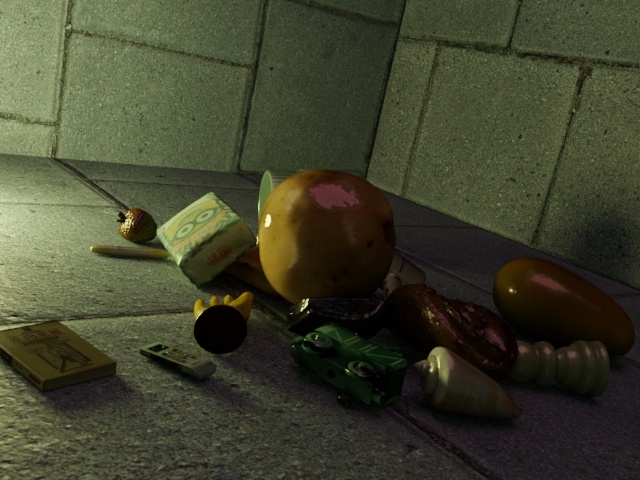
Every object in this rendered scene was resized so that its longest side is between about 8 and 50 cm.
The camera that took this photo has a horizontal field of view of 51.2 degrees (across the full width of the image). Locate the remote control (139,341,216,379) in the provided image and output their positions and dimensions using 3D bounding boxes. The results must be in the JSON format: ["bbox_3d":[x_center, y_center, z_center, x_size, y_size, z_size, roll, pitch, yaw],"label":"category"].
[{"bbox_3d":[-0.302,0.253,1.405,0.166,0.029,0.065,14,14,27],"label":"remote control"}]

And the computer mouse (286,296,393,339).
[{"bbox_3d":[0.052,0.207,1.671,0.269,0.100,0.170,3,-25,-22],"label":"computer mouse"}]

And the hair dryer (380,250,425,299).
[{"bbox_3d":[0.217,0.155,2.018,0.203,0.128,0.362,35,25,-15],"label":"hair dryer"}]

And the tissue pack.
[{"bbox_3d":[-0.344,-0.009,1.998,0.228,0.128,0.311,-38,30,-8],"label":"tissue pack"}]

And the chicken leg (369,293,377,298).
[{"bbox_3d":[0.103,0.187,1.968,0.106,0.051,0.253,23,15,16],"label":"chicken leg"}]

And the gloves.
[{"bbox_3d":[-0.242,0.177,1.635,0.133,0.116,0.294,17,7,-9],"label":"gloves"}]

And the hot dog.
[{"bbox_3d":[0.325,0.221,1.696,0.267,0.174,0.387,16,4,-31],"label":"hot dog"}]

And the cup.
[{"bbox_3d":[-0.037,-0.103,2.630,0.392,0.401,0.310,3,49,-16],"label":"cup"}]

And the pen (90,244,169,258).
[{"bbox_3d":[-0.578,0.033,2.033,0.233,0.032,0.040,6,10,-23],"label":"pen"}]

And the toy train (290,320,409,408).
[{"bbox_3d":[0.059,0.270,1.465,0.269,0.115,0.154,22,22,37],"label":"toy train"}]

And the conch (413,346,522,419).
[{"bbox_3d":[0.311,0.338,1.461,0.255,0.127,0.158,34,-18,3],"label":"conch"}]

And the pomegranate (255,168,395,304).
[{"bbox_3d":[0.000,0.000,1.792,0.412,0.411,0.411,11,14,-3],"label":"pomegranate"}]

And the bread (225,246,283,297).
[{"bbox_3d":[-0.187,0.088,2.014,0.305,0.091,0.142,22,27,36],"label":"bread"}]

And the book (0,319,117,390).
[{"bbox_3d":[-0.536,0.223,1.329,0.231,0.026,0.161,21,17,35],"label":"book"}]

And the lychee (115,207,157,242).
[{"bbox_3d":[-0.599,-0.049,2.172,0.146,0.114,0.114,26,4,-35],"label":"lychee"}]

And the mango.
[{"bbox_3d":[0.749,0.210,2.069,0.446,0.232,0.300,27,16,29],"label":"mango"}]

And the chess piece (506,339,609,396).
[{"bbox_3d":[0.584,0.319,1.707,0.251,0.144,0.144,5,14,-2],"label":"chess piece"}]
